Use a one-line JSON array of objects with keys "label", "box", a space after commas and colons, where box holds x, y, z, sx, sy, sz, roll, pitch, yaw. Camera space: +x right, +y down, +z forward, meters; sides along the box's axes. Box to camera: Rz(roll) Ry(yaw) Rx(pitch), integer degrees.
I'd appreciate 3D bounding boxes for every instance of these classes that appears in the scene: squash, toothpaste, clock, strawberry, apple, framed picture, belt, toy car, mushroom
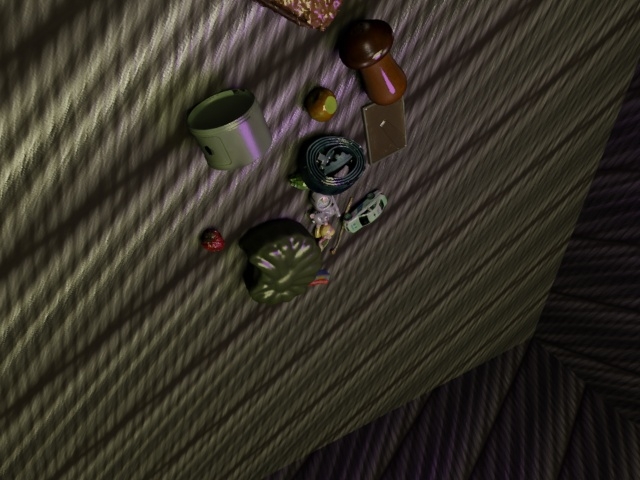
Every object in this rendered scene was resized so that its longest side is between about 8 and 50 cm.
[{"label": "squash", "box": [-0.013, -0.224, 1.865, 0.219, 0.077, 0.068, 4, 151, -14]}, {"label": "toothpaste", "box": [-0.053, 0.178, 2.189, 0.193, 0.044, 0.070, -2, 124, -33]}, {"label": "clock", "box": [0.001, -0.135, 1.963, 0.117, 0.080, 0.176, -35, 136, -9]}, {"label": "strawberry", "box": [-0.395, 0.004, 1.801, 0.083, 0.083, 0.096, -53, 142, 11]}, {"label": "apple", "box": [0.006, -0.473, 1.699, 0.102, 0.099, 0.114, 32, 76, -46]}, {"label": "framed picture", "box": [0.261, -0.449, 1.951, 0.192, 0.018, 0.265, -27, 133, -15]}, {"label": "belt", "box": [0.052, -0.281, 1.805, 0.267, 0.206, 0.116, -24, 171, -25]}, {"label": "toy car", "box": [0.197, -0.117, 2.103, 0.224, 0.076, 0.090, -43, 142, -9]}, {"label": "mushroom", "box": [0.096, -0.061, 2.131, 0.026, 0.028, 0.286, 21, 115, 3]}]

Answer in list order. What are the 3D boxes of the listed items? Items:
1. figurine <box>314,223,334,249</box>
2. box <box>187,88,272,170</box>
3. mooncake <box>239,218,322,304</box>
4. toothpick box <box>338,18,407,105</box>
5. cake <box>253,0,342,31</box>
[{"label": "figurine", "box": [0.000, 0.000, 2.073, 0.083, 0.083, 0.187, 5, 121, -37]}, {"label": "box", "box": [-0.280, -0.345, 1.506, 0.226, 0.226, 0.149, -32, 134, -11]}, {"label": "mooncake", "box": [-0.158, 0.092, 1.954, 0.351, 0.187, 0.351, -18, 128, -24]}, {"label": "toothpick box", "box": [0.187, -0.610, 1.666, 0.192, 0.192, 0.294, -44, 142, 2]}, {"label": "cake", "box": [-0.072, -0.745, 1.302, 0.255, 0.290, 0.282, 14, 113, -42]}]
